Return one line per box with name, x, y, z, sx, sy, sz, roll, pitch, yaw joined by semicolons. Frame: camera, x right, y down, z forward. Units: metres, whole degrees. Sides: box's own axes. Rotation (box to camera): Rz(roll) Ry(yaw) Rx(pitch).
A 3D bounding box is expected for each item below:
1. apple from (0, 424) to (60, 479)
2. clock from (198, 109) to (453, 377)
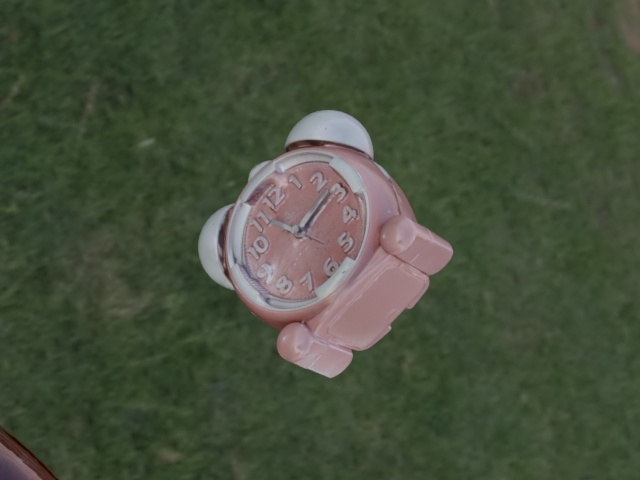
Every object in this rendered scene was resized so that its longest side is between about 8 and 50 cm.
apple;-0.171;0.160;0.635;0.201;0.218;0.218;-48;120;-5
clock;0.000;0.000;1.312;0.162;0.166;0.093;51;14;31
